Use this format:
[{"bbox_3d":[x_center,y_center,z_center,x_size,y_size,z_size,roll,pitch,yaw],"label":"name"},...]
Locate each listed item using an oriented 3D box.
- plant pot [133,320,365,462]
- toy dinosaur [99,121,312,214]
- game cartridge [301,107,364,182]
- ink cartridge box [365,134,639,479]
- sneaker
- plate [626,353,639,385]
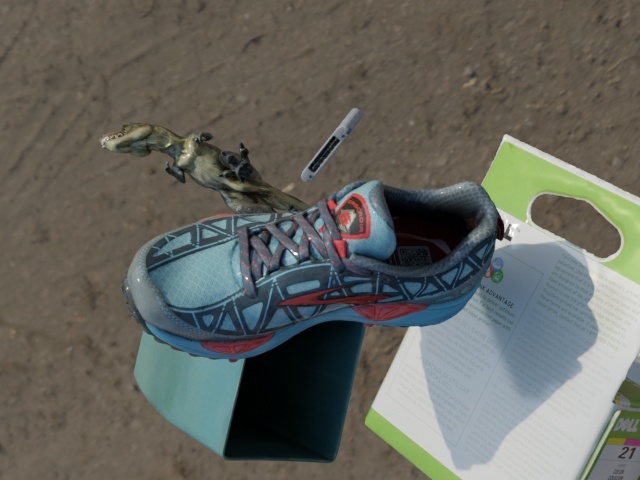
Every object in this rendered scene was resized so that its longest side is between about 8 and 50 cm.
[{"bbox_3d":[-0.101,0.137,1.266,0.234,0.165,0.166,14,92,47],"label":"plant pot"},{"bbox_3d":[-0.069,-0.048,1.024,0.268,0.064,0.118,29,179,-23],"label":"toy dinosaur"},{"bbox_3d":[0.013,-0.101,1.155,0.017,0.056,0.083,40,125,0],"label":"game cartridge"},{"bbox_3d":[0.172,0.078,0.826,0.189,0.097,0.255,34,103,42],"label":"ink cartridge box"},{"bbox_3d":[0.000,0.000,0.726,0.125,0.262,0.104,120,137,-55],"label":"sneaker"},{"bbox_3d":[0.291,0.111,1.078,0.277,0.278,0.045,27,99,32],"label":"plate"}]
